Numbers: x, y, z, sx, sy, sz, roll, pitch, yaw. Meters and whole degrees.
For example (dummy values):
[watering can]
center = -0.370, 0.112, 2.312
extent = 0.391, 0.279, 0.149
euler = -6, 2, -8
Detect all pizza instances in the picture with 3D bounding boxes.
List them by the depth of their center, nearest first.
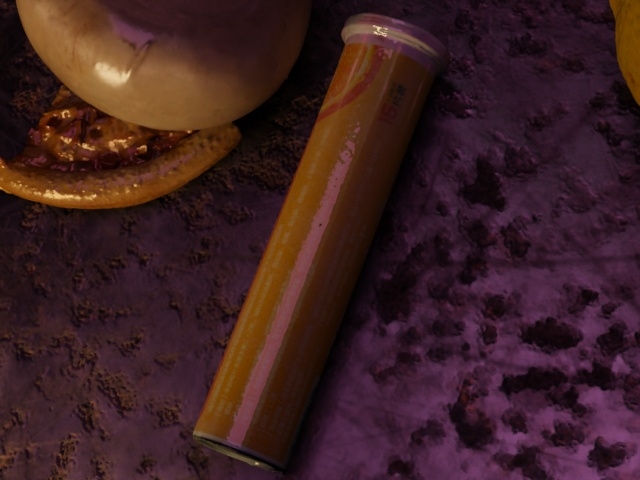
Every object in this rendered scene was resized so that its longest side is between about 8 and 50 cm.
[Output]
[pizza]
center = -0.209, -0.095, 1.493
extent = 0.271, 0.056, 0.134
euler = 1, 75, 14

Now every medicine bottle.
[medicine bottle]
center = 0.000, 0.000, 1.379
extent = 0.108, 0.108, 0.426
euler = 16, 75, 19

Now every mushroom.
[mushroom]
center = -0.141, -0.267, 1.394
extent = 0.292, 0.290, 0.292
euler = 8, 43, -7

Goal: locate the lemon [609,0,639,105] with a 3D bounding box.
[lemon]
center = 0.388, -0.182, 1.275
extent = 0.267, 0.267, 0.267
euler = -4, 70, 12
